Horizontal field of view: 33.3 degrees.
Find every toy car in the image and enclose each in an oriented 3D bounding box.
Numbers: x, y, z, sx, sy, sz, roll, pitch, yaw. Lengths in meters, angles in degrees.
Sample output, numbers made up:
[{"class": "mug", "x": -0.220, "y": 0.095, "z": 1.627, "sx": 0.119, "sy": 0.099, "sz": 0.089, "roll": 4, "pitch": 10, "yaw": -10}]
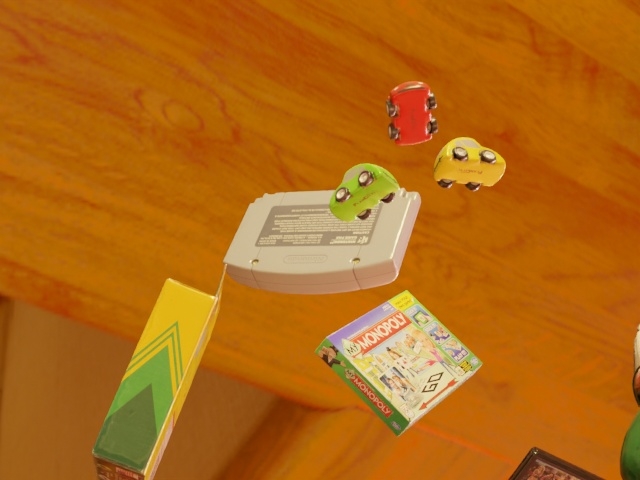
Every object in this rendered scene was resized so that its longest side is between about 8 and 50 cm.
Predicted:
[{"class": "toy car", "x": 0.103, "y": -0.105, "z": 1.436, "sx": 0.225, "sy": 0.053, "sz": 0.239, "roll": -33, "pitch": 136, "yaw": 23}]

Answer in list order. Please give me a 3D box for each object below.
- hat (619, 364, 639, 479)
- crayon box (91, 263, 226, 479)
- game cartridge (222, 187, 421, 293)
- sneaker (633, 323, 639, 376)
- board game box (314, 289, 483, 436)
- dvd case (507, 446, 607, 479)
[{"class": "hat", "x": 0.276, "y": 0.216, "z": 0.909, "sx": 0.183, "sy": 0.173, "sz": 0.208, "roll": -38, "pitch": 120, "yaw": -18}, {"class": "crayon box", "x": -0.227, "y": 0.193, "z": 1.534, "sx": 0.081, "sy": 0.318, "sz": 0.202, "roll": 21, "pitch": 155, "yaw": 0}, {"class": "game cartridge", "x": 0.000, "y": 0.000, "z": 1.726, "sx": 0.297, "sy": 0.198, "sz": 0.062, "roll": -1, "pitch": 139, "yaw": 24}, {"class": "sneaker", "x": 0.429, "y": 0.116, "z": 1.102, "sx": 0.281, "sy": 0.115, "sz": 0.105, "roll": -1, "pitch": 90, "yaw": -38}, {"class": "board game box", "x": 0.154, "y": 0.220, "z": 2.006, "sx": 0.213, "sy": 0.317, "sz": 0.046, "roll": 45, "pitch": 122, "yaw": 14}, {"class": "dvd case", "x": 0.305, "y": 0.412, "z": 1.481, "sx": 0.180, "sy": 0.022, "sz": 0.253, "roll": 26, "pitch": 115, "yaw": -8}]
